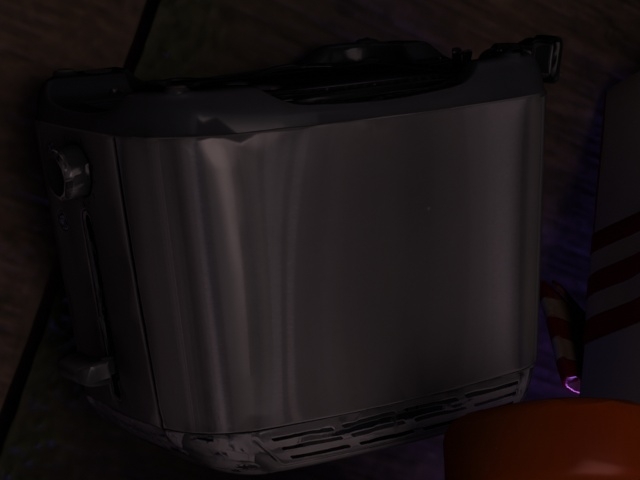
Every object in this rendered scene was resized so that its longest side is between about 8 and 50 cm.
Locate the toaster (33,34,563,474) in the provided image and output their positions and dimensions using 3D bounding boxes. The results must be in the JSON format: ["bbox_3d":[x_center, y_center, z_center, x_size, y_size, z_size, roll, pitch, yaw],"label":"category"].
[{"bbox_3d":[0.000,0.000,0.774,0.227,0.129,0.146,-10,104,-33],"label":"toaster"}]

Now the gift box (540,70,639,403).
[{"bbox_3d":[0.268,0.026,0.864,0.255,0.258,0.276,31,53,-26],"label":"gift box"}]

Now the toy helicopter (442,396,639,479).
[{"bbox_3d":[-0.041,0.153,0.745,0.355,0.235,0.140,0,73,-10],"label":"toy helicopter"}]
